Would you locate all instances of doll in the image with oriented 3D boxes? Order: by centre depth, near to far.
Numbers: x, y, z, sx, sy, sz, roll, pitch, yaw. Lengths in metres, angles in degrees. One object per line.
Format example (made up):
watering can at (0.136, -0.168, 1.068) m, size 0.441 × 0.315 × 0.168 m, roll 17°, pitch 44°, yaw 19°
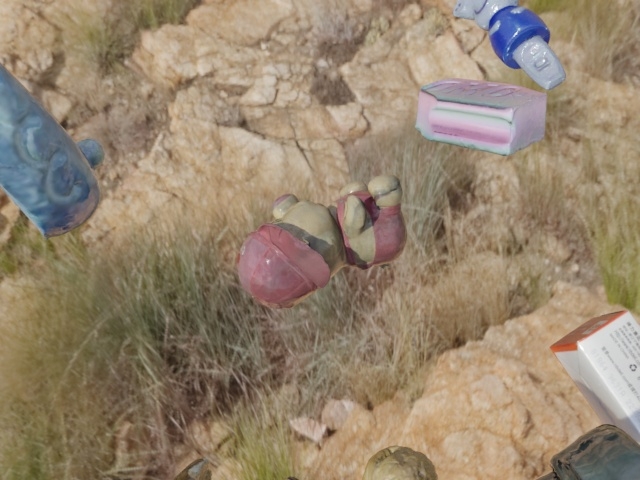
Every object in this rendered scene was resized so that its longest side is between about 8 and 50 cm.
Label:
doll at (-0.002, -0.003, 0.955) m, size 0.256 × 0.196 × 0.152 m, roll -27°, pitch 65°, yaw -15°

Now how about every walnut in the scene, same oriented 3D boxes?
walnut at (0.158, 0.513, 1.380) m, size 0.155 × 0.184 × 0.155 m, roll 2°, pitch 94°, yaw 36°

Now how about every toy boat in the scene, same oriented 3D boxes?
toy boat at (-0.339, -0.147, 0.704) m, size 0.123 × 0.330 × 0.215 m, roll -43°, pitch 41°, yaw -18°

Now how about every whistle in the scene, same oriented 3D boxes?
whistle at (0.101, -0.109, 0.349) m, size 0.033 × 0.029 × 0.083 m, roll -34°, pitch 57°, yaw 14°

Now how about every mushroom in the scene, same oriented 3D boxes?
mushroom at (-0.225, 0.590, 1.483) m, size 0.302 × 0.233 × 0.208 m, roll -28°, pitch 103°, yaw 13°

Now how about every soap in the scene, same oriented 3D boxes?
soap at (0.174, -0.143, 0.736) m, size 0.100 × 0.056 × 0.149 m, roll -23°, pitch 31°, yaw -37°

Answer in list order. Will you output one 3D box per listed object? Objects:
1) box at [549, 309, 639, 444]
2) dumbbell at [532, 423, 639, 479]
box at (0.416, 0.192, 0.890) m, size 0.099 × 0.133 × 0.182 m, roll -33°, pitch 77°, yaw -2°
dumbbell at (0.080, 0.241, 0.312) m, size 0.388 × 0.185 × 0.185 m, roll -36°, pitch 63°, yaw 5°
